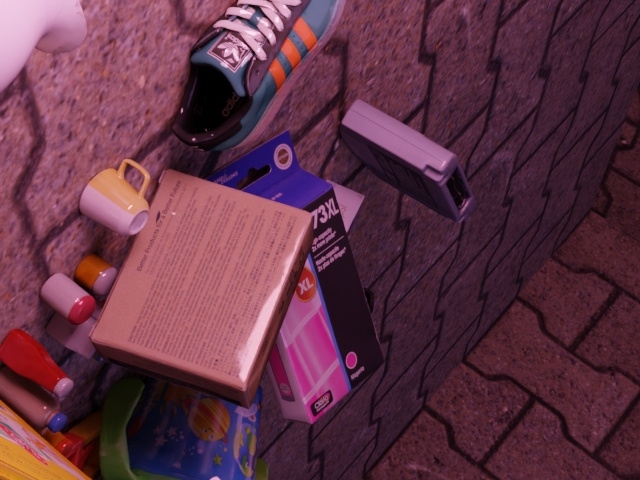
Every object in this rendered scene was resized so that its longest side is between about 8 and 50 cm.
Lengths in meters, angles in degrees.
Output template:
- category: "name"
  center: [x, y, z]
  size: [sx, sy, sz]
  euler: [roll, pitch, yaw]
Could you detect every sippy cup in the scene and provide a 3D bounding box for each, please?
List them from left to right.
- category: "sippy cup"
  center: [-0.187, 0.294, 1.710]
  size: [0.305, 0.240, 0.224]
  euler: [103, 0, -65]

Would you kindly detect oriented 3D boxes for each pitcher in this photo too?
- category: "pitcher"
  center: [-0.271, -0.193, 0.900]
  size: [0.207, 0.125, 0.178]
  euler: [-47, 142, -53]

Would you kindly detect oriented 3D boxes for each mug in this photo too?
- category: "mug"
  center: [-0.223, -0.043, 1.322]
  size: [0.062, 0.064, 0.078]
  euler: [-36, 154, -41]

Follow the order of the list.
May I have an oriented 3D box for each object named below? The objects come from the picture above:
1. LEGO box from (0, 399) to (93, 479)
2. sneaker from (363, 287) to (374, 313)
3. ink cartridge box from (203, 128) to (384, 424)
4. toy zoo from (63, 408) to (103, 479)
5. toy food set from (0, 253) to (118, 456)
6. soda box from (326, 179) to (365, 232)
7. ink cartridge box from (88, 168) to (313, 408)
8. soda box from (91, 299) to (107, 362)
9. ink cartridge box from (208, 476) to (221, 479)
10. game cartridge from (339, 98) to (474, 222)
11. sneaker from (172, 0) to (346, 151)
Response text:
- category: "LEGO box"
  center: [-0.359, 0.156, 0.866]
  size: [0.193, 0.372, 0.500]
  euler: [-50, 160, -12]
- category: "sneaker"
  center: [0.040, 0.138, 2.249]
  size: [0.090, 0.081, 0.232]
  euler: [-62, 167, 13]
- category: "ink cartridge box"
  center: [-0.030, 0.050, 1.630]
  size: [0.175, 0.069, 0.371]
  euler: [-35, 115, -40]
- category: "toy zoo"
  center: [-0.357, 0.352, 1.624]
  size: [0.293, 0.030, 0.192]
  euler: [-36, 144, -66]
- category: "toy food set"
  center: [-0.297, 0.137, 1.389]
  size: [0.232, 0.104, 0.111]
  euler: [-56, 161, 5]
- category: "soda box"
  center: [0.000, 0.000, 1.825]
  size: [0.216, 0.069, 0.074]
  euler: [-61, 173, -51]
- category: "ink cartridge box"
  center: [-0.134, 0.056, 1.407]
  size: [0.088, 0.193, 0.235]
  euler: [85, 24, -66]
- category: "soda box"
  center: [-0.253, 0.122, 1.534]
  size: [0.058, 0.063, 0.183]
  euler: [-57, 162, 2]
- category: "ink cartridge box"
  center: [-0.138, 0.308, 0.935]
  size: [0.212, 0.093, 0.154]
  euler: [-26, 148, -51]
- category: "game cartridge"
  center: [0.131, -0.122, 1.825]
  size: [0.062, 0.198, 0.297]
  euler: [-53, 162, -2]
- category: "sneaker"
  center: [-0.067, -0.223, 1.321]
  size: [0.302, 0.108, 0.121]
  euler: [-61, 164, 23]
